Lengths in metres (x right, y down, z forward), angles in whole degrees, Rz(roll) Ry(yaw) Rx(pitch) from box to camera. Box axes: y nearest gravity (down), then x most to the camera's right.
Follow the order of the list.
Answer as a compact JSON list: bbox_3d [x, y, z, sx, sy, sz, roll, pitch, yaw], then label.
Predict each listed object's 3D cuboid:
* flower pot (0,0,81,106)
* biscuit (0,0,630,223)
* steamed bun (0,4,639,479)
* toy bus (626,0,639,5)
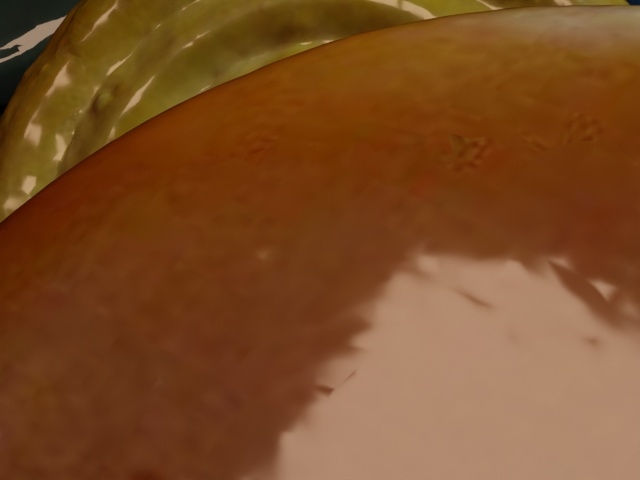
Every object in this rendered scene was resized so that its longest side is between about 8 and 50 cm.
[{"bbox_3d":[-0.222,-0.243,0.798,0.379,0.251,0.379,-4,54,6],"label":"flower pot"},{"bbox_3d":[0.000,0.000,0.637,0.262,0.037,0.262,-3,79,16],"label":"biscuit"},{"bbox_3d":[-0.004,0.122,0.462,0.248,0.235,0.379,27,77,21],"label":"steamed bun"},{"bbox_3d":[0.166,-0.193,0.726,0.288,0.175,0.138,-37,56,-16],"label":"toy bus"}]
